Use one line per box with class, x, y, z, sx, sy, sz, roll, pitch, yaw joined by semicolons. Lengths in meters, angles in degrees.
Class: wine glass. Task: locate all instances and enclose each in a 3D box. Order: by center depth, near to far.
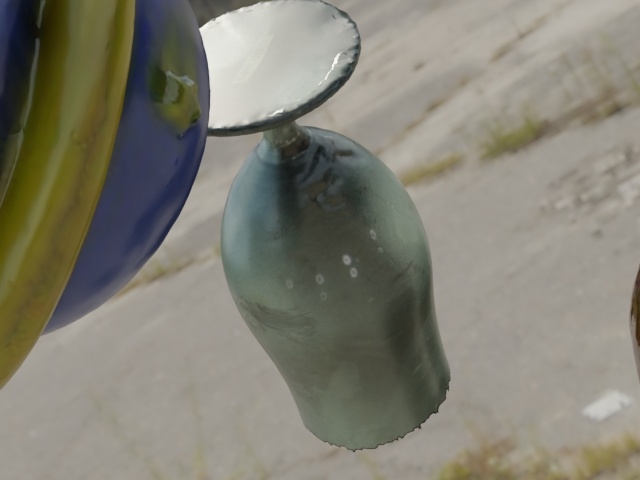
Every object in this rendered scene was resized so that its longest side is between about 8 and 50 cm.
wine glass;0.000;0.000;0.755;0.093;0.202;0.093;-10;40;9

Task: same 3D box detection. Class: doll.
doll;-0.149;-0.012;0.479;0.159;0.242;0.311;3;77;46

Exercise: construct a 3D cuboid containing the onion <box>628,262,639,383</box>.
onion;0.333;0.051;1.063;0.281;0.281;0.221;-23;53;42
